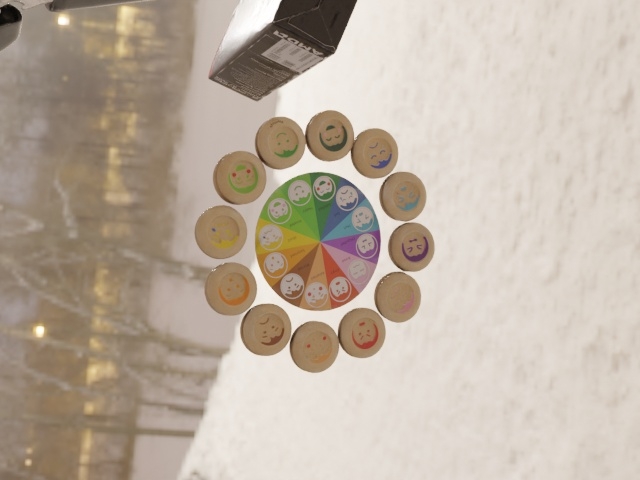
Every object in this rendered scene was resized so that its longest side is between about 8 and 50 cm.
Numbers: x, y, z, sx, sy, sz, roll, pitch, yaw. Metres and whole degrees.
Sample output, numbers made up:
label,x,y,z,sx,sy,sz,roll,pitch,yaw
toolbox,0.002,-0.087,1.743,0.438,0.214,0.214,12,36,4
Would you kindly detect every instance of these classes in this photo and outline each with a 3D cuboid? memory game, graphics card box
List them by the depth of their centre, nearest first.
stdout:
label,x,y,z,sx,sy,sz,roll,pitch,yaw
memory game,0.000,0.000,0.824,0.012,0.186,0.186,0,85,64
graphics card box,-0.031,-0.328,1.555,0.232,0.094,0.371,-67,14,-10

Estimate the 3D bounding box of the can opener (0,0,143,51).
label,x,y,z,sx,sy,sz,roll,pitch,yaw
can opener,-0.235,-0.226,1.051,0.074,0.280,0.093,54,145,26
